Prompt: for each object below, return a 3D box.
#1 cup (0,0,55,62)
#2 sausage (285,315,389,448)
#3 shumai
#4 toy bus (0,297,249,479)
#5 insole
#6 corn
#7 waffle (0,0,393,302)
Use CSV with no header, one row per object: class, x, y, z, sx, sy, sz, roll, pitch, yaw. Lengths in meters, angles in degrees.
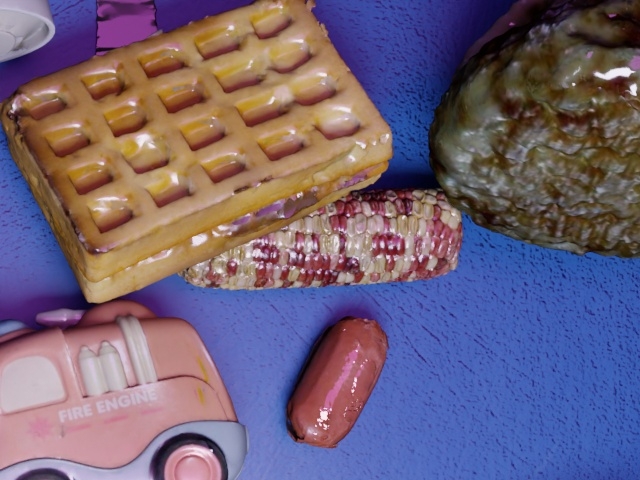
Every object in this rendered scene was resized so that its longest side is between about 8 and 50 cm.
cup,-0.377,-0.272,1.761,0.241,0.185,0.226,-11,80,15
sausage,0.016,0.140,1.855,0.076,0.076,0.141,30,76,-10
shumai,0.314,-0.189,1.800,0.395,0.395,0.348,16,65,-13
toy bus,-0.215,0.172,1.736,0.288,0.194,0.232,-10,79,-15
insole,-0.188,-0.190,1.875,0.080,0.003,0.232,-6,85,-16
corn,0.000,0.000,1.857,0.290,0.098,0.098,-3,85,-11
waffle,-0.116,-0.096,1.795,0.328,0.098,0.224,-23,65,-18
